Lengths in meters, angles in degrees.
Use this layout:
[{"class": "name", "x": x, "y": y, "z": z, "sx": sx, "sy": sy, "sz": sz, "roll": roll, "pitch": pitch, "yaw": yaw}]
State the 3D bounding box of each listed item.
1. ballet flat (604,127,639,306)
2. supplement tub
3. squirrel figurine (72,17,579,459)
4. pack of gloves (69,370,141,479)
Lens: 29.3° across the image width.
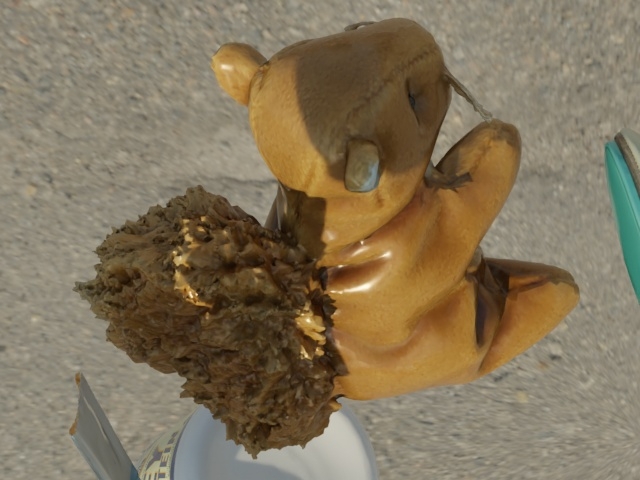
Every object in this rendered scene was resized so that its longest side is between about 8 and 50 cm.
[{"class": "ballet flat", "x": 0.204, "y": 0.052, "z": 0.621, "sx": 0.086, "sy": 0.086, "sz": 0.248, "roll": -11, "pitch": 66, "yaw": 13}, {"class": "supplement tub", "x": -0.096, "y": 0.305, "z": 1.434, "sx": 0.235, "sy": 0.325, "sz": 0.235, "roll": 9, "pitch": 65, "yaw": -21}, {"class": "squirrel figurine", "x": 0.000, "y": 0.000, "z": 1.058, "sx": 0.397, "sy": 0.370, "sz": 0.281, "roll": -38, "pitch": 63, "yaw": -8}, {"class": "pack of gloves", "x": -0.151, "y": 0.244, "z": 0.916, "sx": 0.046, "sy": 0.195, "sz": 0.232, "roll": -22, "pitch": 119, "yaw": 2}]
